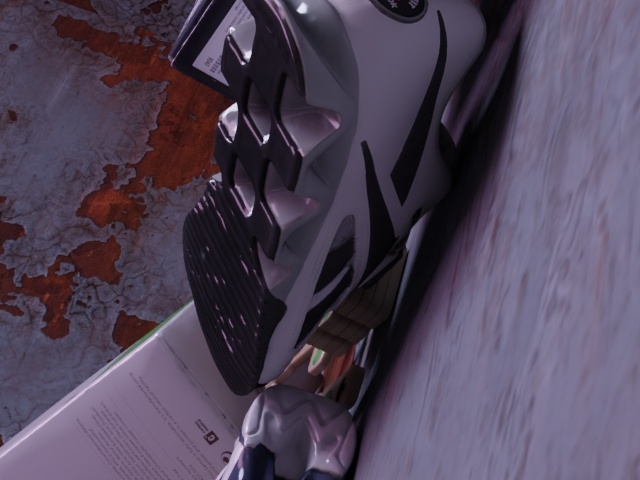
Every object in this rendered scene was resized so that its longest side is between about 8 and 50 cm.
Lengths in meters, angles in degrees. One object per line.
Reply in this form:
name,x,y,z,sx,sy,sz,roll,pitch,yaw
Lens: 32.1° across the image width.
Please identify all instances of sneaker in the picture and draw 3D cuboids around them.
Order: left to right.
sneaker,-0.053,0.211,0.649,0.235,0.094,0.153,-74,1,-52
sneaker,0.008,-0.016,0.660,0.122,0.146,0.331,63,151,25

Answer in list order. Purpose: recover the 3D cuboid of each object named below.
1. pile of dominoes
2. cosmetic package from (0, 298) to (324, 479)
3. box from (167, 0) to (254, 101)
pile of dominoes,-0.009,0.063,0.840,0.251,0.040,0.196,-47,21,55
cosmetic package,-0.195,0.208,1.094,0.365,0.155,0.197,-36,4,23
box,0.062,-0.300,0.675,0.395,0.097,0.318,-44,24,49
